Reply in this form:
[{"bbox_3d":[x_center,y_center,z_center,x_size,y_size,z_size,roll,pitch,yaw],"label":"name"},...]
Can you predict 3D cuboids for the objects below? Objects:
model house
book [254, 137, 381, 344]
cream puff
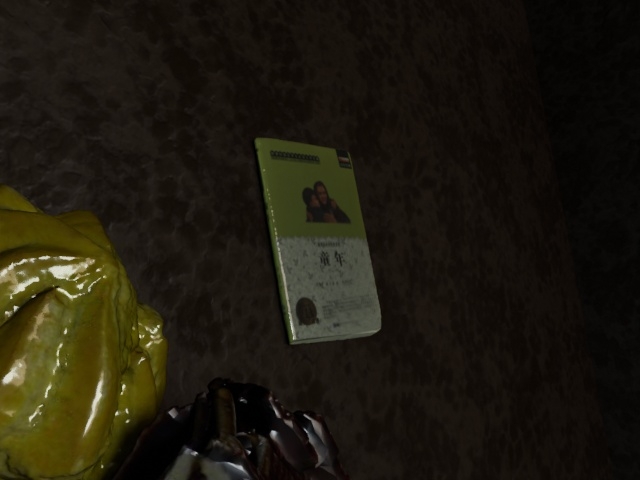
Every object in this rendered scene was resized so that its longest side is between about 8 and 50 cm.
[{"bbox_3d":[-0.096,0.289,0.673,0.317,0.297,0.282,54,13,-14],"label":"model house"},{"bbox_3d":[0.000,0.000,1.160,0.239,0.035,0.353,1,76,-48],"label":"book"},{"bbox_3d":[-0.252,0.128,0.626,0.274,0.269,0.324,26,61,-48],"label":"cream puff"}]
